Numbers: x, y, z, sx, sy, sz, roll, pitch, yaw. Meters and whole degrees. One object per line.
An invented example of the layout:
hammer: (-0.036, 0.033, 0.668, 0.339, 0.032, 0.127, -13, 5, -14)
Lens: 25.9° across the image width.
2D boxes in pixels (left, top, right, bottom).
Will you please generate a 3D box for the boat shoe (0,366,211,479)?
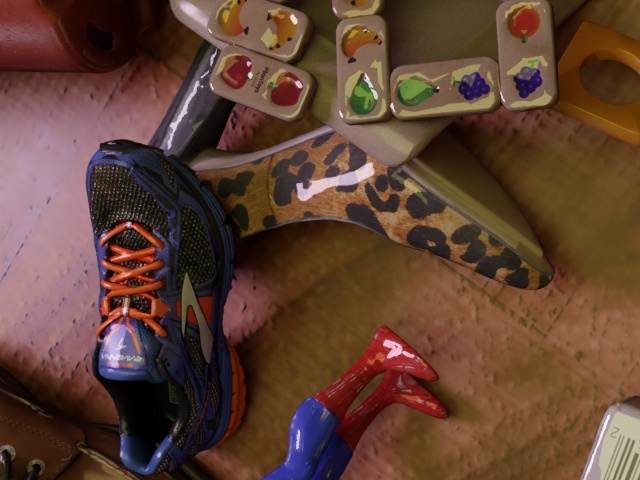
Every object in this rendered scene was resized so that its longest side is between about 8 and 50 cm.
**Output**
boat shoe: (-0.195, 0.155, 0.898, 0.307, 0.104, 0.111, 23, 96, 21)

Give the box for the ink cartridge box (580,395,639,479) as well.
ink cartridge box: (0.250, 0.258, 0.734, 0.296, 0.066, 0.261, 22, 96, 22)

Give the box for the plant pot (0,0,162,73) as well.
plant pot: (-0.244, -0.217, 0.862, 0.265, 0.272, 0.272, 8, 91, 14)

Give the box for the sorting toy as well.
sorting toy: (0.040, -0.141, 0.815, 0.347, 0.047, 0.196, 37, 63, 20)

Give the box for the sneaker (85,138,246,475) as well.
sneaker: (-0.097, 0.045, 0.826, 0.083, 0.087, 0.221, 1, 117, 26)

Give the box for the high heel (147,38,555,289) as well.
high heel: (0.000, 0.000, 0.847, 0.261, 0.093, 0.186, 37, 114, 15)

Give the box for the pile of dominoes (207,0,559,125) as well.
pile of dominoes: (0.020, -0.186, 0.740, 0.196, 0.040, 0.251, -5, 80, 17)

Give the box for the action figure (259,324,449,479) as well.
action figure: (-0.018, 0.191, 0.767, 0.280, 0.091, 0.139, -41, 59, -12)
